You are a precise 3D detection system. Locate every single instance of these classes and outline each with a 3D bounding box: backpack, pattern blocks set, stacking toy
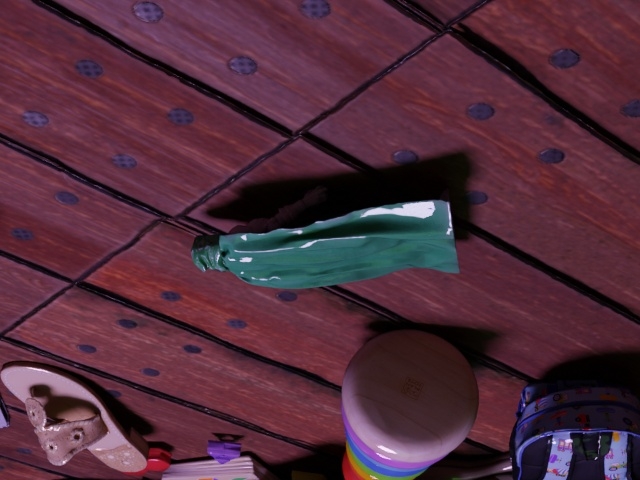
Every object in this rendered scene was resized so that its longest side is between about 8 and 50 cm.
[{"bbox_3d":[0.286,0.211,1.250,0.158,0.116,0.173,-2,148,9],"label":"backpack"},{"bbox_3d":[-0.125,0.342,1.578,0.286,0.026,0.325,-2,148,10],"label":"pattern blocks set"},{"bbox_3d":[0.076,0.220,1.289,0.141,0.141,0.330,6,154,-4],"label":"stacking toy"}]

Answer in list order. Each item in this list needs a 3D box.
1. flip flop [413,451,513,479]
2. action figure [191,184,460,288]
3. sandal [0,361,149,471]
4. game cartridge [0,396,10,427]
[{"bbox_3d":[0.222,0.326,1.473,0.277,0.080,0.112,-4,147,11],"label":"flip flop"},{"bbox_3d":[0.000,0.000,0.988,0.232,0.063,0.137,-6,149,7],"label":"action figure"},{"bbox_3d":[-0.288,0.234,1.348,0.088,0.079,0.240,-18,136,25],"label":"sandal"},{"bbox_3d":[-0.416,0.207,1.400,0.056,0.017,0.083,1,148,-4],"label":"game cartridge"}]
